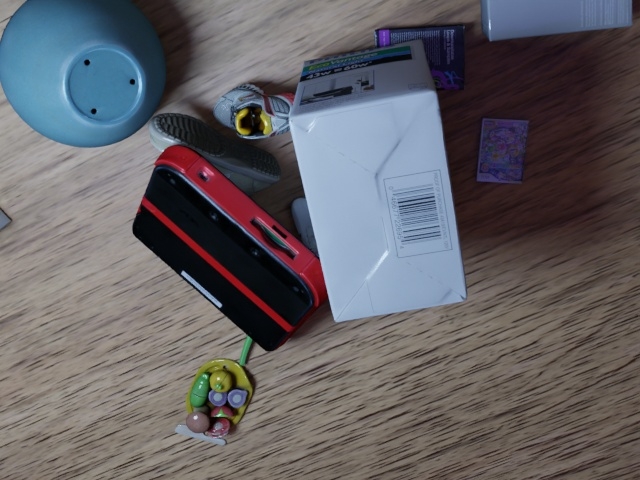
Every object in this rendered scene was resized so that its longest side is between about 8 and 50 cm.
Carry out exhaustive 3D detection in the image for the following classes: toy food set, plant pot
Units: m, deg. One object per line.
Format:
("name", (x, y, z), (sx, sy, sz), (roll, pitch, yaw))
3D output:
("toy food set", (-0.227, 0.358, 1.796), (0.128, 0.071, 0.218), (23, 110, -3))
("plant pot", (-0.390, -0.283, 1.457), (0.290, 0.195, 0.290), (-10, 115, -23))

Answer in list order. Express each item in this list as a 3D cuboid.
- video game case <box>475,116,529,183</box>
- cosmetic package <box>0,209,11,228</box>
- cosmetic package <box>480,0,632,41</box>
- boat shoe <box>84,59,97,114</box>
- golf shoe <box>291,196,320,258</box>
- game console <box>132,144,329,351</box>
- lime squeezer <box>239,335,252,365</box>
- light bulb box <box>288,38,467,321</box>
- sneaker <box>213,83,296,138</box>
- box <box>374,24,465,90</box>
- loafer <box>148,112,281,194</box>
("video game case", (0.342, -0.169, 1.593), (0.087, 0.011, 0.122), (3, 110, 3))
("cosmetic package", (-0.862, -0.026, 1.702), (0.377, 0.097, 0.284), (-35, 101, 16))
("cosmetic package", (0.395, -0.405, 1.445), (0.238, 0.127, 0.107), (-7, 109, 9))
("boat shoe", (-0.469, -0.313, 1.570), (0.109, 0.089, 0.258), (-14, 108, 10))
("golf shoe", (0.000, 0.000, 1.644), (0.067, 0.086, 0.186), (-27, 103, 14))
("game console", (-0.173, 0.024, 1.566), (0.386, 0.060, 0.342), (42, 149, 1))
("lime squeezer", (-0.080, 0.137, 1.726), (0.310, 0.059, 0.110), (-37, 135, 15))
("light bulb box", (0.100, -0.115, 1.431), (0.225, 0.361, 0.358), (-9, 115, 7))
("sneaker", (-0.129, -0.231, 1.525), (0.093, 0.225, 0.088), (-24, 112, -34))
("box", (0.181, -0.329, 1.542), (0.162, 0.029, 0.116), (-1, 110, 7))
("loafer", (-0.202, -0.147, 1.571), (0.268, 0.102, 0.092), (22, 127, -26))
